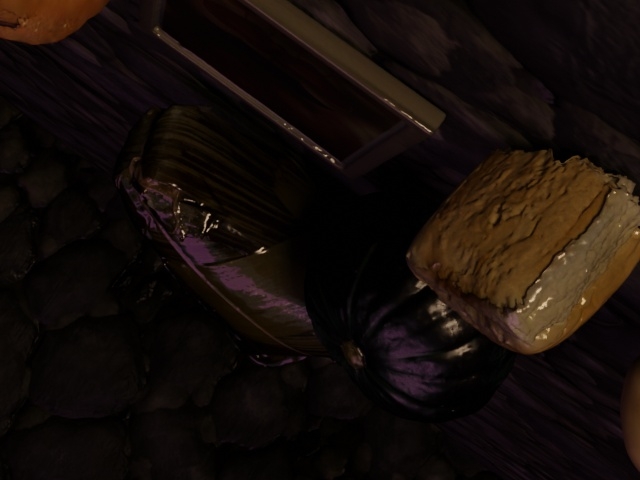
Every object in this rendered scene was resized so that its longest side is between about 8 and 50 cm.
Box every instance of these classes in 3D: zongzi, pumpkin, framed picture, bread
[{"bbox_3d":[0.000,0.000,1.290,0.317,0.154,0.289,4,151,36],"label":"zongzi"},{"bbox_3d":[0.069,0.052,1.138,0.194,0.150,0.194,28,162,10],"label":"pumpkin"},{"bbox_3d":[-0.034,-0.122,1.003,0.211,0.020,0.289,36,173,-5],"label":"framed picture"},{"bbox_3d":[0.117,0.007,0.813,0.082,0.106,0.125,40,173,-32],"label":"bread"}]

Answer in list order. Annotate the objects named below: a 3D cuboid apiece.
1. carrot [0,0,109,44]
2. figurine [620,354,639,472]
[{"bbox_3d":[-0.198,-0.193,0.682,0.254,0.196,0.196,28,171,18],"label":"carrot"},{"bbox_3d":[0.272,0.119,0.903,0.196,0.114,0.108,27,154,-33],"label":"figurine"}]
